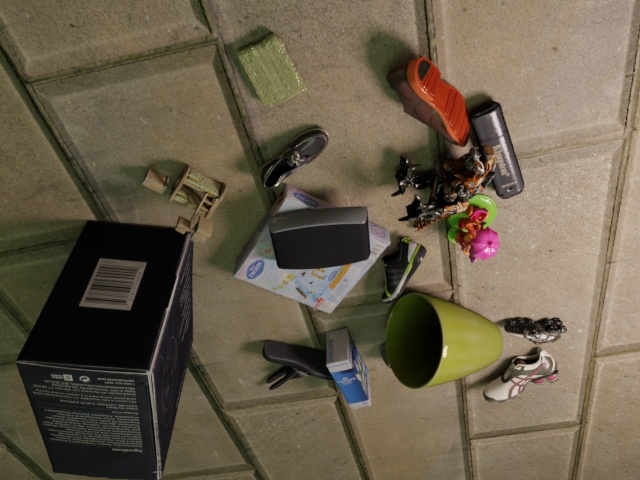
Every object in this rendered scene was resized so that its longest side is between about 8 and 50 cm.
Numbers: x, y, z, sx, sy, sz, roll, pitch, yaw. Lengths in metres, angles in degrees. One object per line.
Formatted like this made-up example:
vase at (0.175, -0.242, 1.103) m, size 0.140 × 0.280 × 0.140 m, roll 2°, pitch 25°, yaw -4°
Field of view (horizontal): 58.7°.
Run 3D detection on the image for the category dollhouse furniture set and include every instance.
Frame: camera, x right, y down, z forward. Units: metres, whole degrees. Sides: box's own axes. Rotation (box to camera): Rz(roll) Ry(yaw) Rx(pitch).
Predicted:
dollhouse furniture set at (-0.333, -0.104, 1.372) m, size 0.181 × 0.161 × 0.101 m, roll 27°, pitch 125°, yaw -24°

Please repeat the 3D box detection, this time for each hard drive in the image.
hard drive at (0.000, 0.000, 1.455) m, size 0.254 × 0.054 × 0.172 m, roll -6°, pitch 129°, yaw 2°

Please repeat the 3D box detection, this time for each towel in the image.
towel at (-0.107, -0.368, 1.240) m, size 0.110 × 0.027 × 0.148 m, roll -20°, pitch 130°, yaw 16°

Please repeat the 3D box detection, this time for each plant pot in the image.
plant pot at (0.393, 0.302, 1.705) m, size 0.293 × 0.275 × 0.275 m, roll 7°, pitch 132°, yaw -27°

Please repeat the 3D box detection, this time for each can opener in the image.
can opener at (-0.120, 0.457, 1.938) m, size 0.073 × 0.059 × 0.186 m, roll 10°, pitch 146°, yaw -46°

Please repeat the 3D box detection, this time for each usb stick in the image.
usb stick at (0.430, -0.213, 1.375) m, size 0.077 × 0.045 × 0.278 m, roll -27°, pitch 128°, yaw 8°

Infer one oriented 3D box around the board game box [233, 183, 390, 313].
board game box at (-0.028, 0.036, 1.565) m, size 0.317 × 0.066 × 0.319 m, roll 24°, pitch 125°, yaw -21°

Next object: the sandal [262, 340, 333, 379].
sandal at (-0.068, 0.393, 1.861) m, size 0.254 × 0.097 × 0.055 m, roll 21°, pitch 127°, yaw -4°

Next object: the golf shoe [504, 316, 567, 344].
golf shoe at (0.675, 0.297, 1.806) m, size 0.198 × 0.077 × 0.094 m, roll 3°, pitch 131°, yaw -3°

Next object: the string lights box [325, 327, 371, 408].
string lights box at (0.092, 0.420, 1.857) m, size 0.076 × 0.133 × 0.260 m, roll -14°, pitch 130°, yaw 13°

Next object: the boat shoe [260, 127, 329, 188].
boat shoe at (-0.061, -0.191, 1.369) m, size 0.206 × 0.065 × 0.075 m, roll -32°, pitch 125°, yaw 23°

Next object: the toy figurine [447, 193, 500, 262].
toy figurine at (0.401, -0.006, 1.481) m, size 0.130 × 0.159 × 0.173 m, roll 14°, pitch 130°, yaw -13°

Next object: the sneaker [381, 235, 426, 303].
sneaker at (0.215, 0.077, 1.619) m, size 0.097 × 0.084 × 0.235 m, roll 30°, pitch 126°, yaw 5°

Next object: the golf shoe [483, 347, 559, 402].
golf shoe at (0.668, 0.456, 1.944) m, size 0.272 × 0.105 × 0.120 m, roll -30°, pitch 110°, yaw 15°

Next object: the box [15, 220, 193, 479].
box at (-0.515, 0.284, 1.494) m, size 0.297 × 0.480 × 0.472 m, roll 5°, pitch 130°, yaw -4°

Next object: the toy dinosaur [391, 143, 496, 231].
toy dinosaur at (0.305, -0.110, 1.402) m, size 0.218 × 0.164 × 0.322 m, roll -2°, pitch 129°, yaw -20°

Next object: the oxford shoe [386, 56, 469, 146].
oxford shoe at (0.251, -0.305, 1.283) m, size 0.098 × 0.097 × 0.271 m, roll 0°, pitch 149°, yaw 45°

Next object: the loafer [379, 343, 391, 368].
loafer at (0.323, 0.388, 1.865) m, size 0.251 × 0.087 × 0.094 m, roll -4°, pitch 131°, yaw 2°
